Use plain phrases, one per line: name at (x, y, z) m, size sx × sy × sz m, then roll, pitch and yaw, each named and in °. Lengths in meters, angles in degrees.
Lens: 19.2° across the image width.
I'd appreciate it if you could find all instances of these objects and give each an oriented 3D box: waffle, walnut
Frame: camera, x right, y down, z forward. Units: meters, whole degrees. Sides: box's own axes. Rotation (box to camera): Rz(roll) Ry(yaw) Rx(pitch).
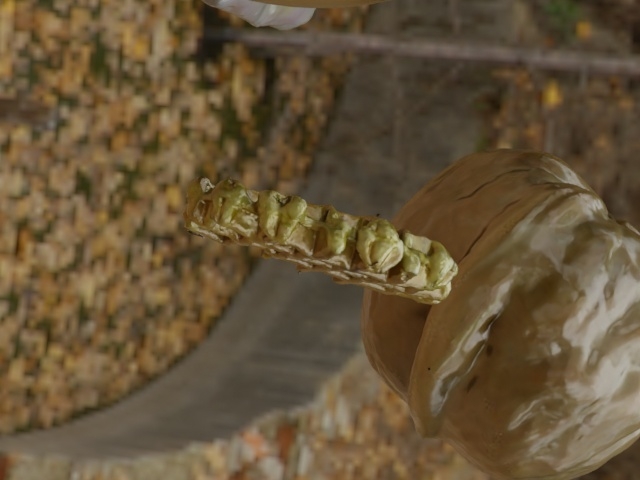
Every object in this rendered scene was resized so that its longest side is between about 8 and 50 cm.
waffle at (0.000, 0.000, 1.309) m, size 0.160 × 0.192 × 0.046 m, roll 44°, pitch 60°, yaw -76°
walnut at (0.177, 0.069, 1.675) m, size 0.285 × 0.296 × 0.285 m, roll -42°, pitch 158°, yaw -22°

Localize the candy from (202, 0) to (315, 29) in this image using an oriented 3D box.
candy at (-0.055, -0.231, 1.229) m, size 0.137 × 0.185 × 0.195 m, roll -49°, pitch 170°, yaw 9°

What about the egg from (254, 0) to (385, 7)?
egg at (-0.028, -0.275, 0.812) m, size 0.374 × 0.301 × 0.301 m, roll 50°, pitch 46°, yaw -33°
